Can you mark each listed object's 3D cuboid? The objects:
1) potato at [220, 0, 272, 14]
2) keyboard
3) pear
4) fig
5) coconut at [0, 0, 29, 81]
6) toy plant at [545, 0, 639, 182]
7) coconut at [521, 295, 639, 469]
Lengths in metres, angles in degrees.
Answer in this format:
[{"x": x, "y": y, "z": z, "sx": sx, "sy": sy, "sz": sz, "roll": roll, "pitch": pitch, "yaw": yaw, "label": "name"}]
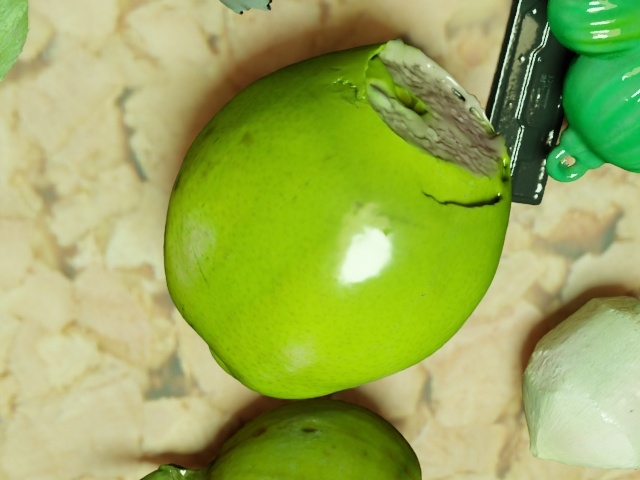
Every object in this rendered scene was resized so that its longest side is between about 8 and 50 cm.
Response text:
[{"x": -0.066, "y": -0.277, "z": 0.439, "sx": 0.288, "sy": 0.301, "sz": 0.237, "roll": 29, "pitch": 81, "yaw": 15, "label": "potato"}, {"x": 0.135, "y": -0.096, "z": 0.650, "sx": 0.053, "sy": 0.010, "sz": 0.155, "roll": 7, "pitch": 112, "yaw": -10, "label": "keyboard"}, {"x": 0.000, "y": 0.000, "z": 0.593, "sx": 0.187, "sy": 0.187, "sz": 0.219, "roll": 36, "pitch": 123, "yaw": -19, "label": "pear"}, {"x": -0.024, "y": 0.183, "z": 0.694, "sx": 0.186, "sy": 0.148, "sz": 0.142, "roll": 3, "pitch": 132, "yaw": 30, "label": "fig"}, {"x": -0.227, "y": -0.137, "z": 0.543, "sx": 0.158, "sy": 0.055, "sz": 0.133, "roll": 10, "pitch": 120, "yaw": -29, "label": "coconut"}, {"x": 0.199, "y": -0.115, "z": 0.599, "sx": 0.200, "sy": 0.105, "sz": 0.143, "roll": -42, "pitch": 120, "yaw": 17, "label": "toy plant"}, {"x": 0.190, "y": 0.104, "z": 0.692, "sx": 0.124, "sy": 0.110, "sz": 0.110, "roll": -42, "pitch": 111, "yaw": 4, "label": "coconut"}]
